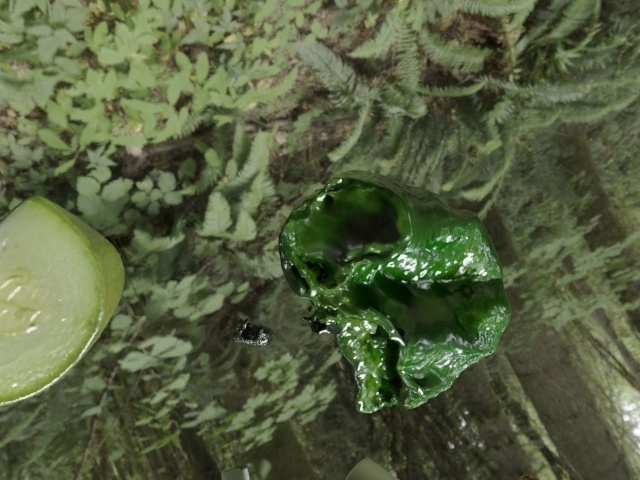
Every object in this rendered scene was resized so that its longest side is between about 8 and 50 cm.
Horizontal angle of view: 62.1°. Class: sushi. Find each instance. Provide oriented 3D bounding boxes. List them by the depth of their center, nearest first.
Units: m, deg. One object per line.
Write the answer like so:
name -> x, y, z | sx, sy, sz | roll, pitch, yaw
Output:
sushi -> -0.159, 0.221, 1.259 | 0.083, 0.056, 0.084 | 17, 159, 5

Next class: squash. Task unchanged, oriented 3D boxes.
squash -> -0.325, 0.083, 0.604 | 0.236, 0.204, 0.155 | -54, -146, -9

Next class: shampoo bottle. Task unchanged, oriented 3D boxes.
shampoo bottle -> -0.187, 0.697, 1.278 | 0.071, 0.284, 0.153 | -7, 152, -10

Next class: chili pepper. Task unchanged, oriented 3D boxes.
chili pepper -> 0.099, 0.044, 0.539 | 0.168, 0.213, 0.385 | -28, 162, 16

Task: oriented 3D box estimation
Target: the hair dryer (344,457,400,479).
hair dryer -> 0.084, 0.644, 1.040 | 0.362, 0.203, 0.128 | -61, 150, -4

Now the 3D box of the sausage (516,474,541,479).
sausage -> 0.347, 0.595, 0.820 | 0.088, 0.432, 0.088 | -4, 169, -1
